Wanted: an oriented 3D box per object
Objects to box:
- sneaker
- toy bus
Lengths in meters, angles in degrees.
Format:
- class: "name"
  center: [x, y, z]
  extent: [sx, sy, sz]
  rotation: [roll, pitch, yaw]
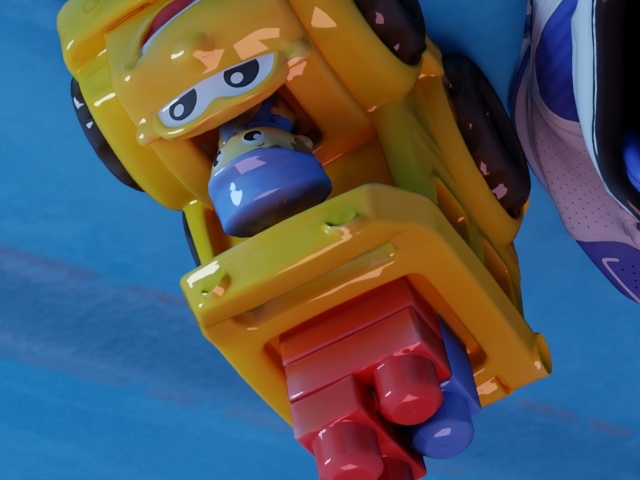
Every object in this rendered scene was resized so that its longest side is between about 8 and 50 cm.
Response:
- class: "sneaker"
  center: [0.145, -0.049, 0.713]
  extent: [0.127, 0.182, 0.315]
  rotation: [-15, 136, 6]
- class: "toy bus"
  center: [0.000, 0.000, 0.716]
  extent: [0.149, 0.211, 0.220]
  rotation: [-25, 133, 17]
